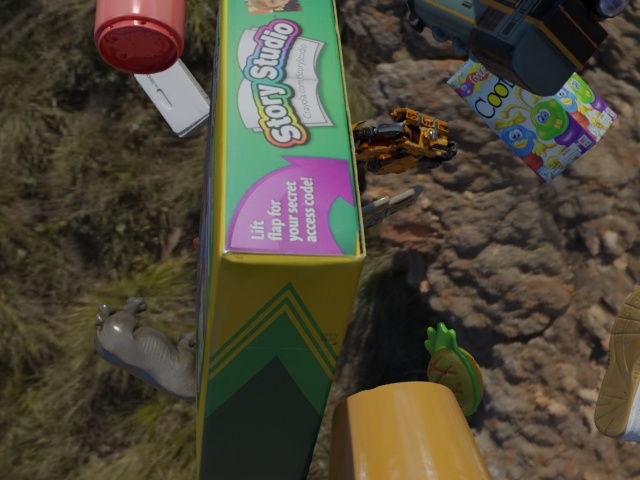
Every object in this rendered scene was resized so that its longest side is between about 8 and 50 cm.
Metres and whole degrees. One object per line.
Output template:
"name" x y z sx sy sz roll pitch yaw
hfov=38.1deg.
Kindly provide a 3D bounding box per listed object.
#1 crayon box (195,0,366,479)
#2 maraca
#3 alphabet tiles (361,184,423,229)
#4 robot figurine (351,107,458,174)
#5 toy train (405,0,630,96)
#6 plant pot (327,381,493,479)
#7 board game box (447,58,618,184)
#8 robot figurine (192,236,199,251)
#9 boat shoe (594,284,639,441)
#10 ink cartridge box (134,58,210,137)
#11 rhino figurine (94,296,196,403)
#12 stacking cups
"crayon box" -0.048 -0.020 0.808 0.106 0.362 0.313 3 138 -9
"maraca" 0.254 0.251 1.801 0.127 0.099 0.185 -37 70 56
"alphabet tiles" 0.000 0.000 1.465 0.343 0.285 0.011 -25 84 -1
"robot figurine" 0.146 -0.201 1.915 0.291 0.211 0.085 -13 66 57
"toy train" 0.231 -0.309 1.157 0.190 0.142 0.334 -52 39 6
"plant pot" 0.088 0.250 0.917 0.205 0.205 0.187 -27 56 29
"board game box" 0.406 -0.271 1.777 0.275 0.144 0.142 46 132 2
"robot figurine" -0.193 -0.009 2.174 0.128 0.219 0.158 15 110 36
"boat shoe" 0.543 0.202 1.552 0.098 0.096 0.277 17 87 62
"ink cartridge box" -0.280 -0.287 1.837 0.086 0.203 0.148 -36 98 2
"rhino figurine" -0.208 0.171 1.284 0.243 0.106 0.073 35 111 -13
"stacking cups" -0.126 -0.276 0.722 0.096 0.096 0.316 -20 60 29
